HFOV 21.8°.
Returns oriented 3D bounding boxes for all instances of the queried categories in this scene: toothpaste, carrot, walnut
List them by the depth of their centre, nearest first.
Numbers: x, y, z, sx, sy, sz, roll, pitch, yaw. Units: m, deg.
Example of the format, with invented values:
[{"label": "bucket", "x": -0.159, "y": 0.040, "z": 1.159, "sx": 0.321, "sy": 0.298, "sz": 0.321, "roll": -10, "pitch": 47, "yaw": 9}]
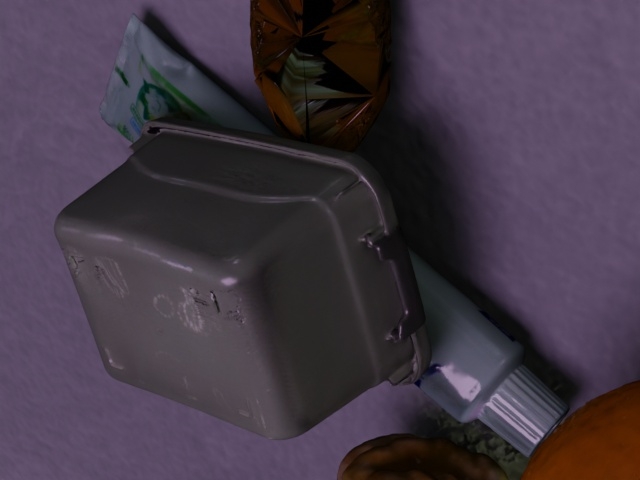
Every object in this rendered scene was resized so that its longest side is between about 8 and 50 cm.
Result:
[{"label": "carrot", "x": 0.002, "y": -0.143, "z": 0.721, "sx": 0.069, "sy": 0.069, "sz": 0.228, "roll": 21, "pitch": 129, "yaw": 27}, {"label": "toothpaste", "x": 0.000, "y": 0.000, "z": 0.831, "sx": 0.297, "sy": 0.048, "sz": 0.075, "roll": 40, "pitch": 136, "yaw": 14}, {"label": "walnut", "x": 0.084, "y": 0.159, "z": 0.839, "sx": 0.170, "sy": 0.069, "sz": 0.143, "roll": 45, "pitch": 171, "yaw": 0}]

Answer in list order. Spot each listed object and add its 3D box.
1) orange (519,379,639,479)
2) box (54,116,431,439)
[{"label": "orange", "x": 0.172, "y": 0.144, "z": 0.706, "sx": 0.193, "sy": 0.161, "sz": 0.193, "roll": 16, "pitch": 129, "yaw": 21}, {"label": "box", "x": -0.044, "y": 0.020, "z": 0.779, "sx": 0.172, "sy": 0.093, "sz": 0.124, "roll": 13, "pitch": 129, "yaw": 45}]
